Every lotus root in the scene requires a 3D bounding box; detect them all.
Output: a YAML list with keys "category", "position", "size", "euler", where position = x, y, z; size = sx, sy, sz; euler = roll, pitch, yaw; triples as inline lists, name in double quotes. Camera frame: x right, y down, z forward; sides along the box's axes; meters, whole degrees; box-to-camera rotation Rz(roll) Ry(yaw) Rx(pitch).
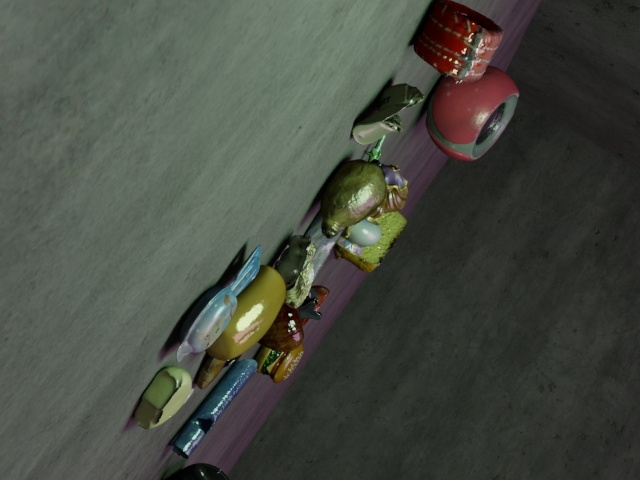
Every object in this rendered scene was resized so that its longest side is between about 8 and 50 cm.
- category: "lotus root"
  position: [0.068, -0.097, 1.643]
  size: [0.214, 0.138, 0.138]
  euler: [-49, 169, -23]

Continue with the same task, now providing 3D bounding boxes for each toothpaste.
- category: "toothpaste"
  position: [-0.002, -0.001, 1.781]
  size: [0.282, 0.099, 0.068]
  euler: [-60, -161, 18]

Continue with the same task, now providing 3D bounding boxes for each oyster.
- category: "oyster"
  position: [-0.063, 0.076, 1.614]
  size: [0.191, 0.081, 0.163]
  euler: [-30, -135, 39]

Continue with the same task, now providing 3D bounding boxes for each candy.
- category: "candy"
  position: [0.137, -0.216, 1.802]
  size: [0.091, 0.083, 0.305]
  euler: [-43, 157, -73]

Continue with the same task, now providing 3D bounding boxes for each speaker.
- category: "speaker"
  position: [0.457, -0.390, 2.197]
  size: [0.294, 0.294, 0.294]
  euler: [-54, 171, -13]

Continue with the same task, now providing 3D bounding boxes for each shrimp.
- category: "shrimp"
  position: [-0.208, 0.247, 1.632]
  size: [0.152, 0.046, 0.219]
  euler: [-45, 169, -48]

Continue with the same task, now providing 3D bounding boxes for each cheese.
- category: "cheese"
  position: [-0.286, 0.306, 1.416]
  size: [0.127, 0.050, 0.255]
  euler: [-55, 171, -9]
- category: "cheese"
  position: [-0.181, 0.118, 1.313]
  size: [0.244, 0.052, 0.135]
  euler: [-51, 170, -28]

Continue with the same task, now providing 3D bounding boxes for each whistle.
- category: "whistle"
  position: [-0.268, 0.418, 1.867]
  size: [0.304, 0.062, 0.062]
  euler: [-51, 169, -34]

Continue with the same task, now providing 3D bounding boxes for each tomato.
- category: "tomato"
  position: [-0.043, 0.194, 2.230]
  size: [0.155, 0.069, 0.155]
  euler: [-53, 173, -9]

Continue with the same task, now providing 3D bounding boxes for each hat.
- category: "hat"
  position: [0.135, -0.283, 1.571]
  size: [0.175, 0.084, 0.147]
  euler: [-25, 168, -27]

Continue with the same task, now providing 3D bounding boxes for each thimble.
- category: "thimble"
  position: [0.294, -0.426, 1.559]
  size: [0.125, 0.163, 0.189]
  euler: [-63, 176, 28]

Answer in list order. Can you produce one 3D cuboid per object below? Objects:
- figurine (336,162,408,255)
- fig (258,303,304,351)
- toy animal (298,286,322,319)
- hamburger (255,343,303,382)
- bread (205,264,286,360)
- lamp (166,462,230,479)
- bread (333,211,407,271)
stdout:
- category: "figurine"
  position: [0.137, -0.091, 1.958]
  size: [0.263, 0.142, 0.189]
  euler: [-57, 171, 15]
- category: "fig"
  position: [-0.139, 0.206, 1.741]
  size: [0.201, 0.133, 0.146]
  euler: [-17, -152, 8]
- category: "toy animal"
  position: [-0.063, 0.144, 2.008]
  size: [0.210, 0.121, 0.117]
  euler: [-83, 159, -74]
- category: "hamburger"
  position: [-0.123, 0.347, 2.197]
  size: [0.162, 0.115, 0.162]
  euler: [-56, 170, -14]
- category: "bread"
  position: [-0.147, 0.153, 1.482]
  size: [0.217, 0.098, 0.147]
  euler: [-52, 166, -34]
- category: "lamp"
  position: [-0.354, 0.744, 2.070]
  size: [0.374, 0.205, 0.272]
  euler: [-42, 172, 21]
- category: "bread"
  position: [0.142, -0.002, 2.263]
  size: [0.260, 0.160, 0.147]
  euler: [-57, 179, -41]
